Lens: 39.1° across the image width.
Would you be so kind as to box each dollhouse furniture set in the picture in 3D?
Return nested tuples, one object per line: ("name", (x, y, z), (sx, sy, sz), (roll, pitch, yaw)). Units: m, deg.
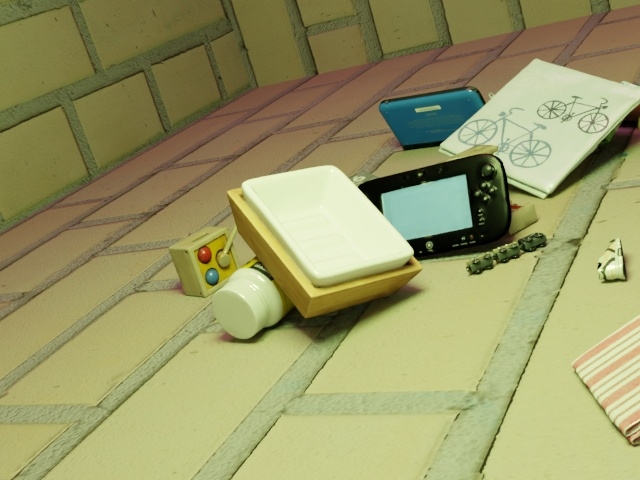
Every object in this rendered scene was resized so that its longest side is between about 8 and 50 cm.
("dollhouse furniture set", (0.335, -0.103, 1.746), (0.129, 0.129, 0.183), (-26, 20, -26))

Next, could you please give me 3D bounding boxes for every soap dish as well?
("soap dish", (0.000, 0.000, 1.556), (0.229, 0.118, 0.291), (-13, 45, -32))

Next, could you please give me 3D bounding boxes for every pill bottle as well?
("pill bottle", (-0.092, 0.083, 1.616), (0.119, 0.119, 0.208), (-3, 24, 37))

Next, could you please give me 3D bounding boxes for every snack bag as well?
("snack bag", (0.472, -0.254, 1.932), (0.342, 0.037, 0.323), (-43, 42, -15))

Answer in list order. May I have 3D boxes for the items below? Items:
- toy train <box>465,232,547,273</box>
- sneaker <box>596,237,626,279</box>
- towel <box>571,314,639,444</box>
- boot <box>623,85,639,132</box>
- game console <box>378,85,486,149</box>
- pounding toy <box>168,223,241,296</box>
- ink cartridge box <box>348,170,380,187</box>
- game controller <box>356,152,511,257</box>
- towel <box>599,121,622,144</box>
("toy train", (0.320, 0.020, 1.568), (0.158, 0.027, 0.036), (-21, 15, -13))
("sneaker", (0.452, 0.028, 1.406), (0.043, 0.040, 0.109), (-12, 19, 22))
("towel", (0.391, 0.154, 1.074), (0.144, 0.029, 0.197), (-34, 17, 7))
("boot", (0.719, -0.286, 2.017), (0.236, 0.089, 0.269), (-22, 16, -21))
("game console", (0.346, -0.344, 2.387), (0.293, 0.250, 0.173), (-4, 49, 36))
("pounding toy", (-0.221, 0.028, 1.870), (0.100, 0.130, 0.141), (3, 27, 46))
("ink cartridge box", (0.012, -0.064, 1.994), (0.303, 0.072, 0.307), (-26, 27, -20))
("game controller", (0.202, -0.055, 1.683), (0.319, 0.166, 0.067), (-12, -22, 30))
("towel", (0.626, -0.262, 1.973), (0.152, 0.023, 0.113), (-53, 10, -22))
